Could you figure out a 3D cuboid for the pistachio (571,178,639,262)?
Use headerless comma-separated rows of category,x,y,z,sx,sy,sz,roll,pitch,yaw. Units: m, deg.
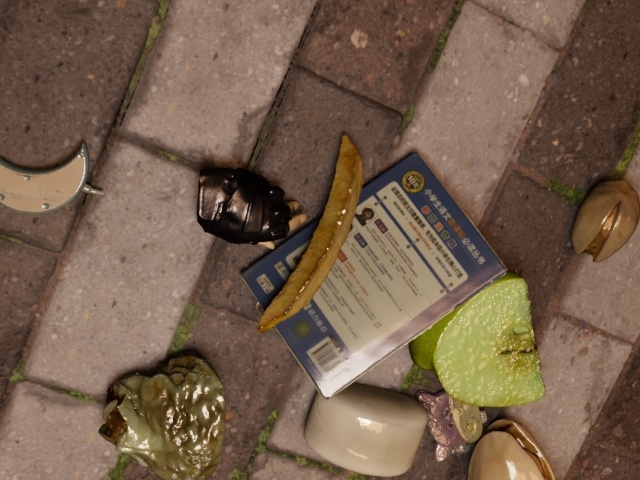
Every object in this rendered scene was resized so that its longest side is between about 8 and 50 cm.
pistachio,0.600,-0.042,1.484,0.124,0.124,0.185,16,115,-17

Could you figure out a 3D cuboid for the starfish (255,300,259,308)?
starfish,-0.103,0.096,1.391,0.086,0.016,0.092,-35,100,2

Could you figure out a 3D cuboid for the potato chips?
potato chips,0.000,0.000,1.320,0.080,0.057,0.407,22,82,20

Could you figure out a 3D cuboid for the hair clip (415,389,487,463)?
hair clip,0.296,0.399,1.542,0.146,0.056,0.187,-18,104,-16

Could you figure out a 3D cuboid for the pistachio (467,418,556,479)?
pistachio,0.419,0.551,1.545,0.193,0.214,0.318,-18,100,-54

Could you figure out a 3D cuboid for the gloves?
gloves,-0.123,-0.057,1.306,0.203,0.124,0.164,5,120,-7

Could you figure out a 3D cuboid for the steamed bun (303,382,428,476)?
steamed bun,0.097,0.384,1.432,0.241,0.164,0.146,14,101,-18

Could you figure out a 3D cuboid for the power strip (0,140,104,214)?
power strip,-0.489,-0.113,1.233,0.216,0.044,0.137,4,102,-14

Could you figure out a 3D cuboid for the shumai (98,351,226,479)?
shumai,-0.298,0.338,1.313,0.218,0.189,0.256,7,96,-17

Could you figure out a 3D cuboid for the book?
book,0.100,0.061,1.353,0.428,0.039,0.300,-34,80,-3

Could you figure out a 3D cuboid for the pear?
pear,0.311,0.208,1.447,0.292,0.159,0.292,-2,100,-11
